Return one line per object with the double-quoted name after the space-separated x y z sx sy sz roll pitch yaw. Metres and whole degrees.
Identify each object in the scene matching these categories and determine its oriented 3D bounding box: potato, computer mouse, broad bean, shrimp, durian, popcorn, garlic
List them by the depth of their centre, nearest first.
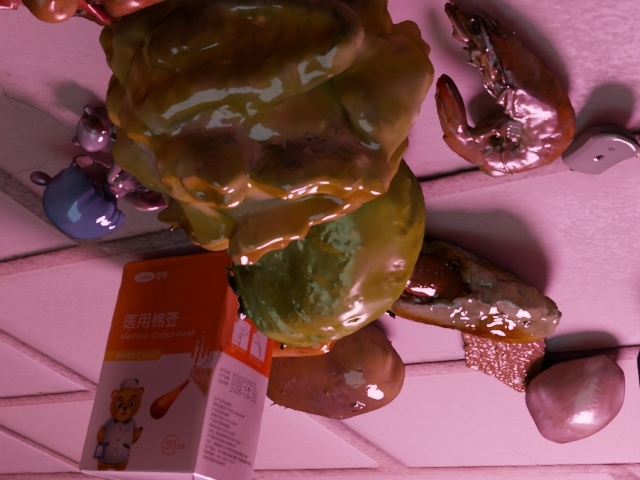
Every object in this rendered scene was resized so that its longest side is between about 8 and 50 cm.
-0.048 -0.124 0.903 0.312 0.312 0.312 9 150 5 "popcorn"
0.175 -0.148 0.998 0.133 0.053 0.236 -20 135 29 "shrimp"
0.306 -0.103 1.064 0.056 0.032 0.110 20 160 -11 "computer mouse"
0.198 -0.108 1.084 0.063 0.045 0.083 3 142 9 "broad bean"
0.000 0.000 1.187 0.340 0.204 0.256 -20 126 42 "durian"
0.414 0.272 1.593 0.143 0.112 0.318 -10 158 0 "garlic"
0.009 0.222 1.623 0.296 0.141 0.191 -15 138 42 "potato"

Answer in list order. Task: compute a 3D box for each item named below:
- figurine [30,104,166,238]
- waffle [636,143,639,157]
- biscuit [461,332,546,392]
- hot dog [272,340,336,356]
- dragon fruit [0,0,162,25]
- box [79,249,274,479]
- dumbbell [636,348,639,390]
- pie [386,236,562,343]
-0.253 -0.081 1.237 0.260 0.103 0.205 -13 145 20 "figurine"
0.395 -0.120 1.010 0.092 0.021 0.135 12 150 1 "waffle"
0.299 0.190 1.571 0.131 0.026 0.237 3 150 15 "biscuit"
-0.074 0.133 1.537 0.249 0.100 0.068 -6 142 34 "hot dog"
-0.193 -0.275 0.720 0.296 0.263 0.314 2 149 16 "dragon fruit"
-0.202 0.194 1.453 0.225 0.341 0.143 -7 153 31 "box"
0.606 0.176 1.318 0.325 0.160 0.144 -6 117 30 "dumbbell"
0.200 0.082 1.370 0.274 0.105 0.257 14 165 1 "pie"
